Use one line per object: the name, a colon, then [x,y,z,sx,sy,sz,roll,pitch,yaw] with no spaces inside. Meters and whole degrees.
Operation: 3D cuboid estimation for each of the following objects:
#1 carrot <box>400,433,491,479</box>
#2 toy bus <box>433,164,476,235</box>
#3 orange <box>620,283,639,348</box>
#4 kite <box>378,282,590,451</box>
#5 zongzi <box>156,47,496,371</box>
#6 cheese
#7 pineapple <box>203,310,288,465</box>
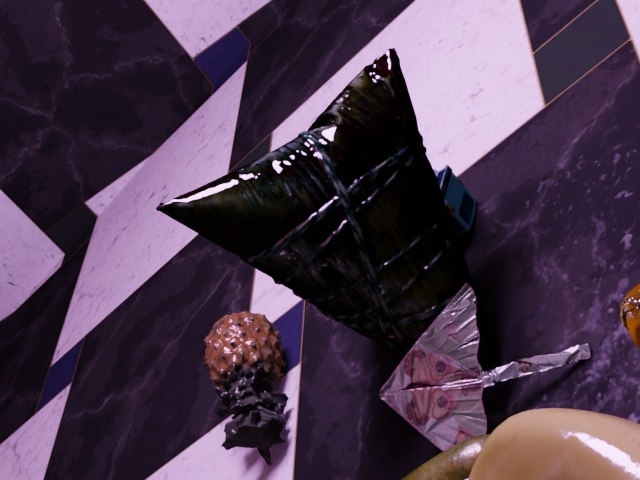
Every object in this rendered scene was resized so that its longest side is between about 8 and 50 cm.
carrot: [0.064,0.317,1.186,0.358,0.074,0.074,-37,29,25]
toy bus: [0.132,-0.028,1.521,0.160,0.092,0.079,-27,27,36]
orange: [0.333,0.070,1.067,0.086,0.062,0.086,-38,29,25]
kite: [0.178,0.155,1.202,0.250,0.012,0.229,-16,67,26]
zongzi: [0.000,0.000,1.334,0.362,0.383,0.319,-23,12,-21]
cheese: [0.217,0.264,0.939,0.259,0.128,0.316,-53,22,6]
pineapple: [-0.109,0.217,1.605,0.128,0.128,0.248,-44,30,21]
